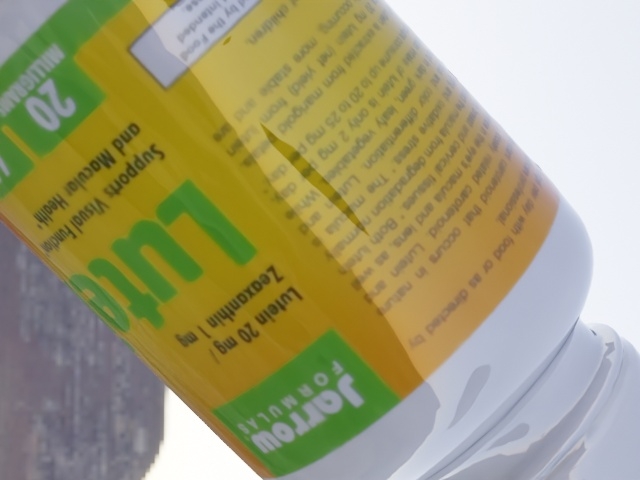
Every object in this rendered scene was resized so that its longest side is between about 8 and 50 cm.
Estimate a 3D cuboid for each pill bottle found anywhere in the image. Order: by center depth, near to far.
[{"bbox_3d":[0.000,0.000,0.472,0.136,0.245,0.136,-42,-171,8],"label":"pill bottle"}]
